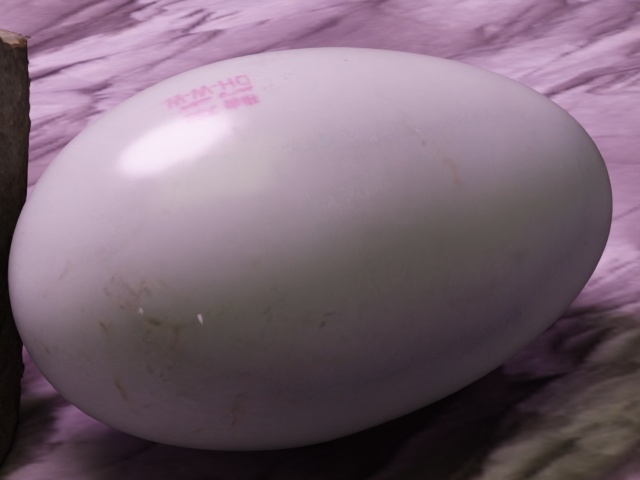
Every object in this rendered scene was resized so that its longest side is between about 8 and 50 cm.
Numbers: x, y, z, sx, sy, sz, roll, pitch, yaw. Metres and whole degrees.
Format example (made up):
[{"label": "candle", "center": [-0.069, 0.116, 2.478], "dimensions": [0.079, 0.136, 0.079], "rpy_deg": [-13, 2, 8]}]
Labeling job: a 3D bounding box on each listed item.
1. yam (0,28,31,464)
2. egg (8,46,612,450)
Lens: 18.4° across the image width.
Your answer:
[{"label": "yam", "center": [-0.256, 0.003, 1.180], "dimensions": [0.168, 0.304, 0.168], "rpy_deg": [3, 13, -1]}, {"label": "egg", "center": [0.000, 0.000, 1.157], "dimensions": [0.371, 0.230, 0.230], "rpy_deg": [-13, 33, -21]}]
